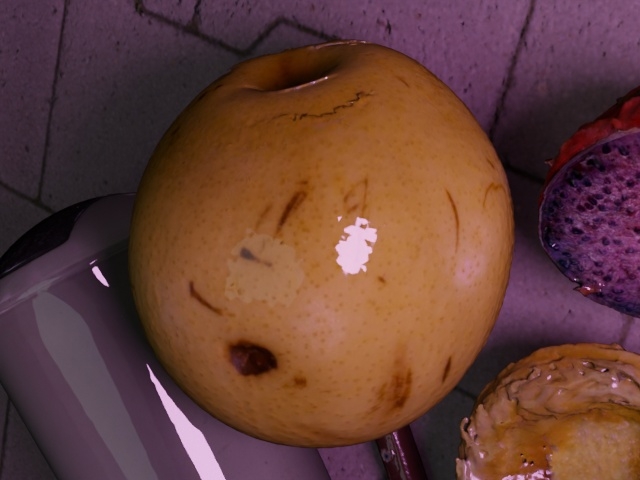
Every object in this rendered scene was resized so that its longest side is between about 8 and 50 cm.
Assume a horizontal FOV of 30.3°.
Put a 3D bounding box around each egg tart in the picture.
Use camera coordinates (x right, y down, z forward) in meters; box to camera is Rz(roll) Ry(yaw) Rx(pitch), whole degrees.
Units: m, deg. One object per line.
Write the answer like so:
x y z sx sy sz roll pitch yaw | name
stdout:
0.260 0.212 1.044 0.288 0.118 0.288 10 108 32 | egg tart

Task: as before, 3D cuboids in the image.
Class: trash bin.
-0.171 0.161 1.233 0.280 0.280 0.432 -28 90 36 | trash bin

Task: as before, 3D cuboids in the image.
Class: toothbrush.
0.089 0.244 1.220 0.040 0.041 0.364 -16 94 36 | toothbrush

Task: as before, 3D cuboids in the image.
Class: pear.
0.000 0.000 1.025 0.348 0.348 0.348 10 109 32 | pear

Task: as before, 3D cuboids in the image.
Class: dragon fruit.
0.292 -0.052 0.950 0.223 0.148 0.218 -11 128 27 | dragon fruit
